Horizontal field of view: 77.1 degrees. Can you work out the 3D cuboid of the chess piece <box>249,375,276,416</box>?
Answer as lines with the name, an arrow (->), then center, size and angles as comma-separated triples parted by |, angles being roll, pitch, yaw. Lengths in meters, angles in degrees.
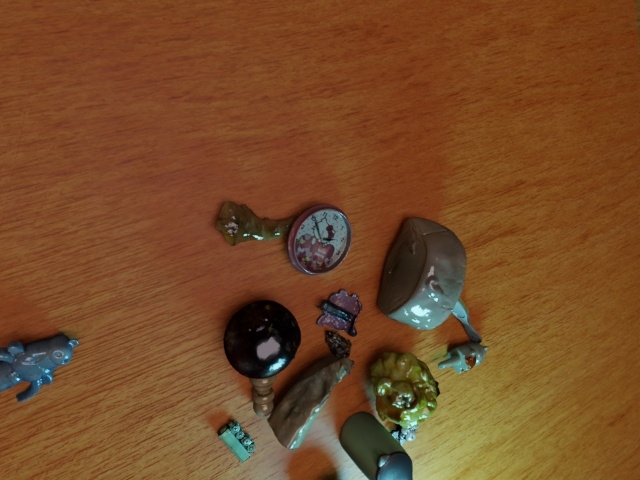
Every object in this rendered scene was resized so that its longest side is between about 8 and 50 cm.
chess piece -> -0.186, 0.484, 1.289 | 0.094, 0.094, 0.171 | -3, 101, -23

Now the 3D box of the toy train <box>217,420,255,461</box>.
toy train -> -0.267, 0.650, 1.302 | 0.070, 0.038, 0.148 | -36, 109, -13

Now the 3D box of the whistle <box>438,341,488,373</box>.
whistle -> 0.571, 0.465, 1.599 | 0.252, 0.106, 0.102 | -7, 121, -28

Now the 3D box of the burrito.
burrito -> -0.026, 0.504, 1.320 | 0.135, 0.190, 0.332 | 36, 74, 19

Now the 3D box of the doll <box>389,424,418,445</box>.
doll -> 0.356, 0.702, 1.559 | 0.219, 0.067, 0.091 | -46, 115, -10

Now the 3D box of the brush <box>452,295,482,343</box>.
brush -> 0.580, 0.300, 1.616 | 0.297, 0.068, 0.060 | 54, 54, -23

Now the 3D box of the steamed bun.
steamed bun -> 0.376, 0.123, 1.404 | 0.246, 0.236, 0.384 | 20, 89, -25

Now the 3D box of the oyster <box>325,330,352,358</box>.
oyster -> 0.058, 0.368, 1.410 | 0.132, 0.029, 0.086 | 27, 86, -25

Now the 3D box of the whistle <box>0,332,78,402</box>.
whistle -> -0.756, 0.320, 1.023 | 0.268, 0.093, 0.180 | -29, 129, -16

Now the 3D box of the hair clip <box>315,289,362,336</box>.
hair clip -> 0.067, 0.243, 1.394 | 0.186, 0.056, 0.146 | 24, 86, -33

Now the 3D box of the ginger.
ginger -> -0.183, -0.054, 1.234 | 0.294, 0.086, 0.131 | -4, 87, -31

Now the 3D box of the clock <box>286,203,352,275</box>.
clock -> -0.001, 0.000, 1.312 | 0.244, 0.056, 0.245 | -11, 112, -29

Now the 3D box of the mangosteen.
mangosteen -> -0.159, 0.318, 1.226 | 0.231, 0.231, 0.289 | -42, 136, -13

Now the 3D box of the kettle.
kettle -> 0.211, 0.752, 1.403 | 0.165, 0.255, 0.240 | -44, 111, -15

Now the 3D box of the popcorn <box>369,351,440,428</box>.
popcorn -> 0.291, 0.532, 1.437 | 0.252, 0.215, 0.287 | -31, 104, -40
